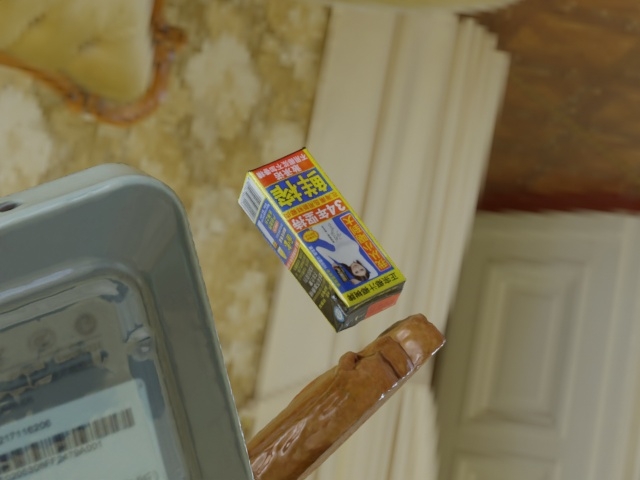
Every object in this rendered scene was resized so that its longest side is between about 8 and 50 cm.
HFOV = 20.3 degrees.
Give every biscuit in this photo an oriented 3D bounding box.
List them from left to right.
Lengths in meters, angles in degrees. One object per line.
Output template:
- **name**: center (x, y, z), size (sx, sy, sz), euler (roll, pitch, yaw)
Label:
- **biscuit**: center (-0.036, 0.225, 1.857), size (0.078, 0.350, 0.455), euler (42, -164, 7)

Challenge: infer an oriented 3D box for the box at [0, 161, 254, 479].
- **box**: center (-0.245, 0.157, 1.369), size (0.367, 0.373, 0.090), euler (-21, -156, -19)

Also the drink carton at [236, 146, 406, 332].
- **drink carton**: center (0.000, 0.000, 1.630), size (0.071, 0.165, 0.056), euler (-25, 157, -27)
